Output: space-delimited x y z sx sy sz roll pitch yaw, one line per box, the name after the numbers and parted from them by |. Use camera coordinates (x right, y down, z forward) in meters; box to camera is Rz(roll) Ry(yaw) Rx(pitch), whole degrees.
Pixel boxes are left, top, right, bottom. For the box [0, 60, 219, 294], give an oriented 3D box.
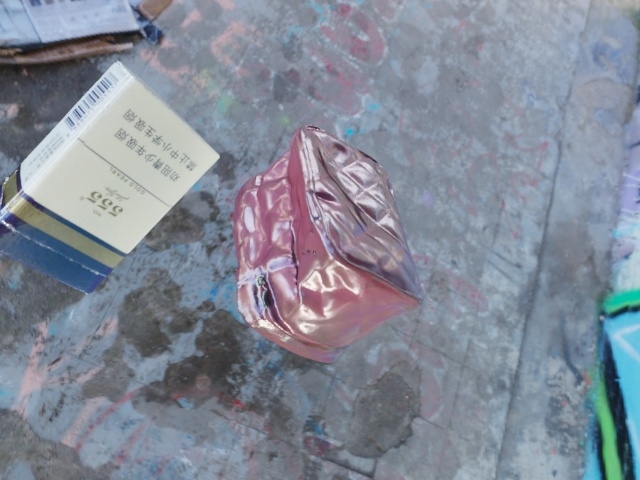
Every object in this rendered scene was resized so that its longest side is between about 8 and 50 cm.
-0.270 -0.068 0.677 0.259 0.071 0.168 -45 140 0 | box

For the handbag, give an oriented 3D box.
0.000 0.000 0.543 0.146 0.135 0.225 29 34 -34 | handbag
